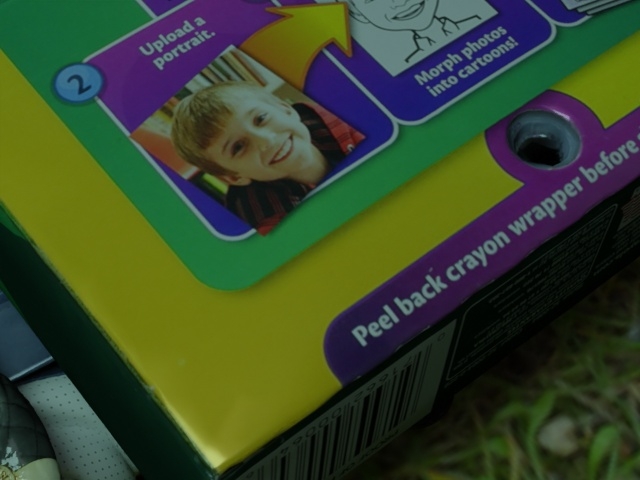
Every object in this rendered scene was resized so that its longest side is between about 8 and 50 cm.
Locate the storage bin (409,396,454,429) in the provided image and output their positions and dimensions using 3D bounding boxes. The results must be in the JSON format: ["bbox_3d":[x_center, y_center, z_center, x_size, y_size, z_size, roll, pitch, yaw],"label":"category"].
[{"bbox_3d":[0.000,0.000,0.658,0.122,0.084,0.180,-6,65,0],"label":"storage bin"}]

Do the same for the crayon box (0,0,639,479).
[{"bbox_3d":[0.005,-0.094,0.592,0.363,0.106,0.313,-33,65,-22],"label":"crayon box"}]

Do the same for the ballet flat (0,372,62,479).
[{"bbox_3d":[-0.165,0.053,0.531,0.057,0.049,0.173,-39,74,-11],"label":"ballet flat"}]

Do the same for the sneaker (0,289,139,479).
[{"bbox_3d":[-0.236,0.065,0.610,0.322,0.130,0.236,0,60,-4],"label":"sneaker"}]
